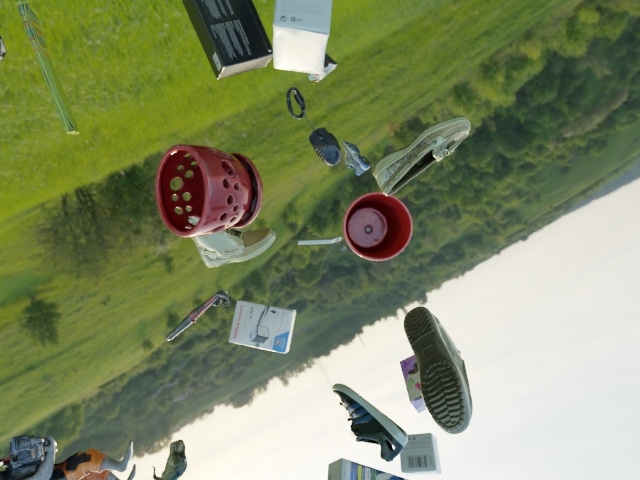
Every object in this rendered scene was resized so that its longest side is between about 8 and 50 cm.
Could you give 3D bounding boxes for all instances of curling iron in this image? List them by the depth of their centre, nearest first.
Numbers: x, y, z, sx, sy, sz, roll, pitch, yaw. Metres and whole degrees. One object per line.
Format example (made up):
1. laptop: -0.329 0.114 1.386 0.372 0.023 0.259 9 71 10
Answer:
1. curling iron: -0.397 0.247 1.517 0.274 0.035 0.068 -38 134 12

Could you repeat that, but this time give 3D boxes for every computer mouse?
1. computer mouse: -0.018 -0.314 1.300 0.071 0.242 0.041 -37 -168 -4

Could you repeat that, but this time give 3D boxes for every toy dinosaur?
1. toy dinosaur: -0.339 0.504 0.877 0.269 0.118 0.064 -70 -164 -4

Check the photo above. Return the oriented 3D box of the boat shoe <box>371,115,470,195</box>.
1. boat shoe: 0.277 -0.222 1.256 0.285 0.090 0.104 -32 155 22

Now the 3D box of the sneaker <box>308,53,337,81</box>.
1. sneaker: 0.002 -0.576 1.583 0.075 0.057 0.161 -46 -176 32

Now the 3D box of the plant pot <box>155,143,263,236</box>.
1. plant pot: -0.232 -0.110 1.018 0.174 0.191 0.191 -11 160 -48

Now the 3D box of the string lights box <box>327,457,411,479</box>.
1. string lights box: 0.143 0.711 1.305 0.259 0.134 0.077 26 133 -19

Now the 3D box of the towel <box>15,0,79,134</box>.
1. towel: -0.513 -0.323 0.902 0.021 0.238 0.102 -18 -164 -13

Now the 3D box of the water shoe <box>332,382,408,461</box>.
1. water shoe: 0.085 0.378 0.991 0.080 0.203 0.073 -51 138 -14

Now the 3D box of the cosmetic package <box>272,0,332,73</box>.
1. cosmetic package: -0.040 -0.701 1.328 0.156 0.386 0.217 7 170 -4

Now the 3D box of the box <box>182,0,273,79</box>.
1. box: -0.283 -0.657 1.456 0.184 0.262 0.103 -25 -175 -24

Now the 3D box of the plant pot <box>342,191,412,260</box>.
1. plant pot: 0.212 -0.053 1.930 0.274 0.275 0.243 -28 -178 -5

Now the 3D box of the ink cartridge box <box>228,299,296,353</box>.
1. ink cartridge box: -0.187 0.280 1.539 0.190 0.140 0.082 10 173 5

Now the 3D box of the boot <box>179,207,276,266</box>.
1. boot: -0.286 -0.035 1.425 0.261 0.204 0.095 -15 -146 21

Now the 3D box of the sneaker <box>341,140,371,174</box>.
1. sneaker: 0.096 -0.254 1.455 0.052 0.135 0.058 6 132 -45

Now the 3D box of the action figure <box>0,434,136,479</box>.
1. action figure: -0.590 0.523 1.039 0.329 0.179 0.341 0 153 -18

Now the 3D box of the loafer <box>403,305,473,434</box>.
1. loafer: 0.261 0.266 0.997 0.092 0.269 0.101 19 138 -41

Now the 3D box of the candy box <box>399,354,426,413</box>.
1. candy box: 0.378 0.475 1.641 0.164 0.070 0.196 -30 -154 13

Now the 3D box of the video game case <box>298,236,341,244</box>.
1. video game case: 0.000 0.000 1.222 0.087 0.011 0.122 -2 -177 14

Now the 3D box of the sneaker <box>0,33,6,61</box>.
1. sneaker: -0.684 -0.508 0.883 0.134 0.344 0.146 -11 -162 27

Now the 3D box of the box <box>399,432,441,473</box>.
1. box: 0.282 0.608 1.341 0.101 0.102 0.087 -13 145 19
